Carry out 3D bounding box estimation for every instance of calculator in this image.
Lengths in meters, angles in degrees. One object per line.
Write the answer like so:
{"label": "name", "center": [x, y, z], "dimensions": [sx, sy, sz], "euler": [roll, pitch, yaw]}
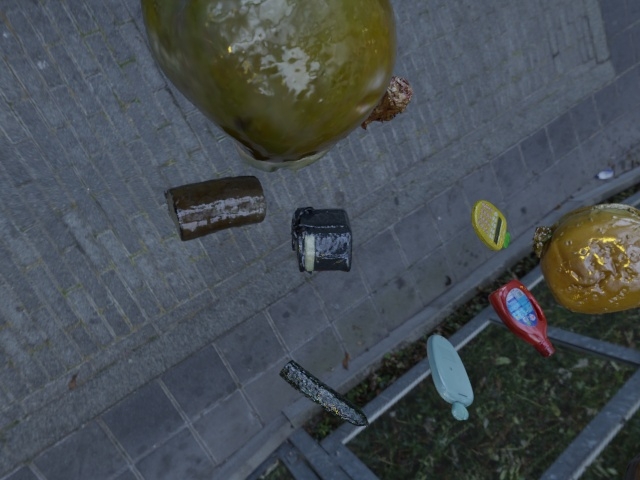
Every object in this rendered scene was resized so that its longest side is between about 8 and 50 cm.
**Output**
{"label": "calculator", "center": [0.587, -0.047, 1.501], "dimensions": [0.235, 0.032, 0.146], "euler": [36, 64, -32]}
{"label": "calculator", "center": [0.432, 0.447, 1.451], "dimensions": [0.184, 0.295, 0.042], "euler": [27, 128, -32]}

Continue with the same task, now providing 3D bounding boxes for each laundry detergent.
{"label": "laundry detergent", "center": [0.435, 0.166, 0.923], "dimensions": [0.097, 0.049, 0.165], "euler": [-27, 73, -21]}

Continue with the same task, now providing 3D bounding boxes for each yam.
{"label": "yam", "center": [-0.150, -0.048, 0.624], "dimensions": [0.127, 0.084, 0.084], "euler": [-13, 102, -23]}

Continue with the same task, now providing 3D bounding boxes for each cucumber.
{"label": "cucumber", "center": [0.014, 0.450, 1.259], "dimensions": [0.293, 0.067, 0.067], "euler": [33, 78, 10]}

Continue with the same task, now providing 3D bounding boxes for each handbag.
{"label": "handbag", "center": [0.000, 0.000, 1.347], "dimensions": [0.181, 0.254, 0.181], "euler": [0, 116, -1]}

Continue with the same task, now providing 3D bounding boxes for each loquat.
{"label": "loquat", "center": [-0.047, -0.232, 0.488], "dimensions": [0.284, 0.276, 0.276], "euler": [19, 86, -73]}

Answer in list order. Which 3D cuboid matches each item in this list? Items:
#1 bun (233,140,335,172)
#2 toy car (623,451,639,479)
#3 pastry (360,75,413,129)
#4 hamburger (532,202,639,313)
{"label": "bun", "center": [-0.037, -0.195, 0.737], "dimensions": [0.237, 0.210, 0.116], "euler": [-40, 127, -16]}
{"label": "toy car", "center": [0.367, 0.393, 0.477], "dimensions": [0.240, 0.271, 0.340], "euler": [-40, 139, -21]}
{"label": "pastry", "center": [0.112, -0.290, 0.900], "dimensions": [0.063, 0.169, 0.087], "euler": [8, 83, -34]}
{"label": "hamburger", "center": [0.360, 0.023, 0.560], "dimensions": [0.083, 0.147, 0.138], "euler": [-29, 99, -57]}
